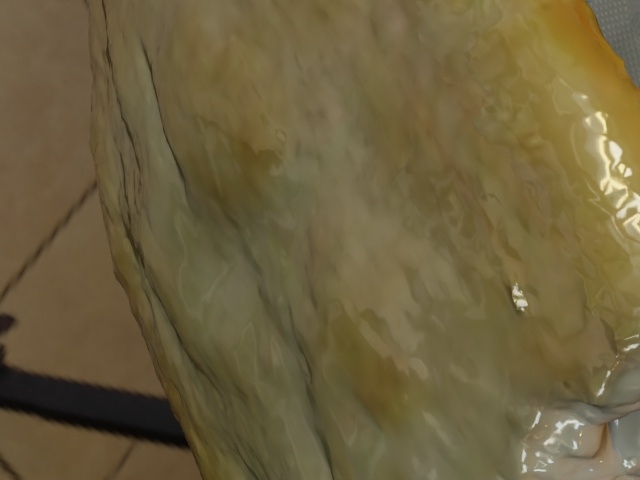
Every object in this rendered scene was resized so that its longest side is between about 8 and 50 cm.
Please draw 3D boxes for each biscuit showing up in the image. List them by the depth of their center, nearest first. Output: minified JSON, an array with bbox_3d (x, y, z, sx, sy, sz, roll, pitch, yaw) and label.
[{"bbox_3d":[-0.001,0.000,0.714,0.104,0.446,0.429,-18,159,-25],"label":"biscuit"}]

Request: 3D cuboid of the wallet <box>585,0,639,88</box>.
[{"bbox_3d":[0.201,-0.046,0.913,0.068,0.275,0.335,-25,148,-48],"label":"wallet"}]
